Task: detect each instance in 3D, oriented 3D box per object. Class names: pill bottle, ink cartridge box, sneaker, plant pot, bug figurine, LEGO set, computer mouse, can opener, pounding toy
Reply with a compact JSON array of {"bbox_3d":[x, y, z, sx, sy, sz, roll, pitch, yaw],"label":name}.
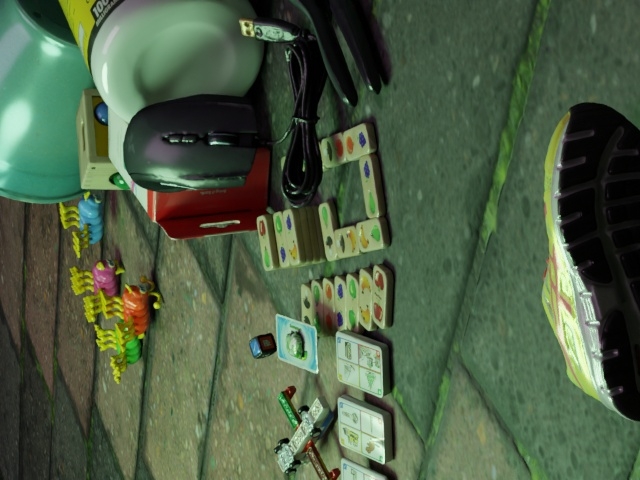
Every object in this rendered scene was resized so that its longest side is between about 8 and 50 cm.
[{"bbox_3d":[-0.200,-0.289,1.703,0.334,0.187,0.188,-119,30,-42],"label":"pill bottle"},{"bbox_3d":[-0.141,-0.087,1.697,0.231,0.134,0.078,-132,41,-54],"label":"ink cartridge box"},{"bbox_3d":[0.177,0.013,1.014,0.094,0.081,0.209,-175,78,-70],"label":"sneaker"},{"bbox_3d":[-0.372,-0.235,2.088,0.255,0.271,0.272,-54,45,39],"label":"plant pot"},{"bbox_3d":[-0.305,0.067,2.238,0.216,0.072,0.279,97,150,-47],"label":"bug figurine"},{"bbox_3d":[0.009,0.167,1.550,0.244,0.060,0.183,14,110,54],"label":"LEGO set"},{"bbox_3d":[-0.107,-0.135,1.521,0.262,0.060,0.184,7,90,37],"label":"computer mouse"},{"bbox_3d":[0.013,-0.203,1.402,0.059,0.073,0.186,-38,57,20],"label":"can opener"},{"bbox_3d":[-0.237,-0.122,1.956,0.100,0.130,0.141,122,144,-59],"label":"pounding toy"}]

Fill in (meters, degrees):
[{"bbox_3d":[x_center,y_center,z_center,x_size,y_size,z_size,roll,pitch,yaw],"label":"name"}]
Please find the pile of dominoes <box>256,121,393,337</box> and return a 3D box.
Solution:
[{"bbox_3d":[0.000,0.000,1.502,0.251,0.040,0.196,165,97,-69],"label":"pile of dominoes"}]
